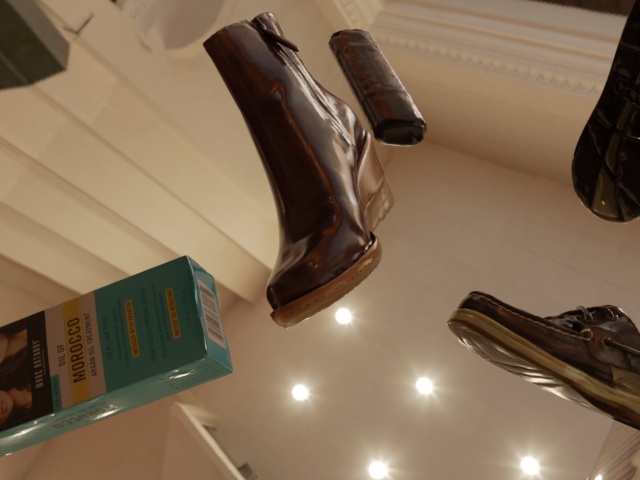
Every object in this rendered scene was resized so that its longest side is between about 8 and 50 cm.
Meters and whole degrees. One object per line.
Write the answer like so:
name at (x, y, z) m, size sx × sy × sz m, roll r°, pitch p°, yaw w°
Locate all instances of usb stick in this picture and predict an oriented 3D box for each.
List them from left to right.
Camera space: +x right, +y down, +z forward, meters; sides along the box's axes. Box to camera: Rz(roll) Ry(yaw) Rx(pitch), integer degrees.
usb stick at (0.076, -0.224, 1.022) m, size 0.077 × 0.045 × 0.278 m, roll -4°, pitch -138°, yaw -14°

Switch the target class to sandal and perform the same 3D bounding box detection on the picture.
sandal at (0.325, -0.148, 0.642) m, size 0.086 × 0.303 × 0.120 m, roll -12°, pitch -129°, yaw -28°

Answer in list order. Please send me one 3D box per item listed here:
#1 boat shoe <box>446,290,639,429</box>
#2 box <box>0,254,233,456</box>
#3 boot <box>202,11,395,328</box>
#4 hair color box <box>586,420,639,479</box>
boat shoe at (0.195, 0.081, 0.514) m, size 0.073 × 0.223 × 0.080 m, roll -65°, pitch -168°, yaw -9°
box at (-0.207, 0.105, 0.640) m, size 0.244 × 0.060 × 0.100 m, roll -21°, pitch -118°, yaw 7°
boot at (-0.033, -0.065, 0.564) m, size 0.090 × 0.207 × 0.248 m, roll -30°, pitch -166°, yaw 28°
hair color box at (0.339, 0.222, 0.675) m, size 0.113 × 0.185 × 0.374 m, roll 33°, pitch -127°, yaw 15°
